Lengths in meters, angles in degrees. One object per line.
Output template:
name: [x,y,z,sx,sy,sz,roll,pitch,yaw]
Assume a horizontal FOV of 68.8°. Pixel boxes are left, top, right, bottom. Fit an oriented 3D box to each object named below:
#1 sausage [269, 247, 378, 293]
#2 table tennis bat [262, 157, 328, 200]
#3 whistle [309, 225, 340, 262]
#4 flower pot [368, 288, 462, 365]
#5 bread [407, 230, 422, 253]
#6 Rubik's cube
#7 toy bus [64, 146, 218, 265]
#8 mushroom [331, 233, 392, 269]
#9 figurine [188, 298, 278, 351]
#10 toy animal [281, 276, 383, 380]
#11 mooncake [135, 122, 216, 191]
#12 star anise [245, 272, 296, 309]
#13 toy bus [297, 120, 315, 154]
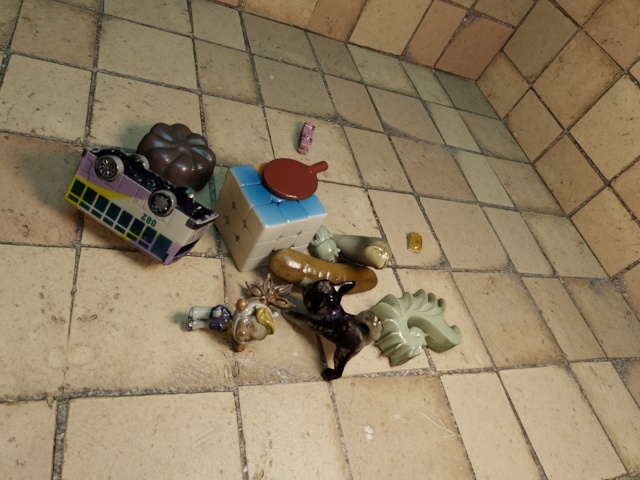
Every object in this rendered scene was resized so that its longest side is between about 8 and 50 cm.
sausage: [0.027,0.135,1.808,0.501,0.123,0.136,14,52,-31]
table tennis bat: [-0.082,-0.244,1.740,0.200,0.038,0.310,48,45,15]
whistle: [-0.002,0.000,1.941,0.102,0.105,0.253,-23,58,-15]
flower pot: [0.369,0.329,1.828,0.368,0.164,0.254,-6,61,-34]
bread: [0.456,0.008,2.242,0.072,0.053,0.105,18,51,-10]
Rubik's cube: [-0.202,-0.098,1.777,0.291,0.291,0.291,-15,61,-38]
toy bus: [-0.600,-0.111,1.584,0.440,0.249,0.209,33,14,-1]
mushroom: [0.184,0.042,1.845,0.178,0.397,0.125,12,92,-23]
figurine: [-0.284,0.269,1.518,0.275,0.193,0.133,-13,26,7]
toy animal: [0.053,0.257,1.609,0.194,0.302,0.344,-23,67,-45]
mooncake: [-0.575,-0.337,1.876,0.306,0.154,0.306,18,45,-19]
star anise: [-0.191,0.202,1.654,0.208,0.063,0.171,-21,58,-8]
toy bus: [-0.073,-0.522,2.372,0.063,0.090,0.203,20,44,-13]
